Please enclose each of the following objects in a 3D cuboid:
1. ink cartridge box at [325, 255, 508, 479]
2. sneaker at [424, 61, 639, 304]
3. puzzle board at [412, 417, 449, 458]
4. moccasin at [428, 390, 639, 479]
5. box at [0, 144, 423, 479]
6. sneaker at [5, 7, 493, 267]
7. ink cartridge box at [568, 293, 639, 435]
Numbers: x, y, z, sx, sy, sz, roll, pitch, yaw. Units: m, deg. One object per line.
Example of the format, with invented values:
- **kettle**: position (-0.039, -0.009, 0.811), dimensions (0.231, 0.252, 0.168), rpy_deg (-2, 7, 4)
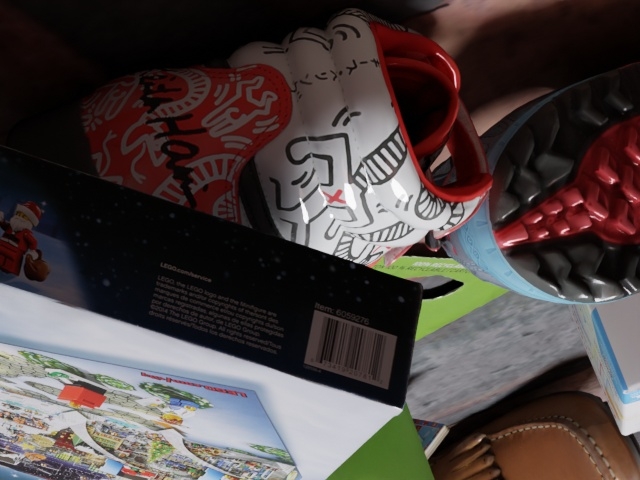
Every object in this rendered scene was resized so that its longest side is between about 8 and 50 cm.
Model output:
- **ink cartridge box**: position (-0.004, 0.103, 0.916), dimensions (0.255, 0.097, 0.188), rpy_deg (-32, 157, 35)
- **sneaker**: position (0.157, -0.046, 0.710), dimensions (0.262, 0.104, 0.125), rpy_deg (-14, -176, -24)
- **puzzle board**: position (0.020, 0.162, 1.079), dimensions (0.128, 0.011, 0.096), rpy_deg (-50, -162, -16)
- **moccasin**: position (0.097, 0.215, 1.280), dimensions (0.147, 0.139, 0.380), rpy_deg (-20, 175, -39)
- **box**: position (-0.106, 0.028, 0.526), dimensions (0.233, 0.044, 0.159), rpy_deg (19, 150, -13)
- **sneaker**: position (0.000, 0.001, 0.648), dimensions (0.145, 0.090, 0.270), rpy_deg (-19, 159, 9)
- **ink cartridge box**: position (0.196, 0.047, 0.963), dimensions (0.090, 0.092, 0.143), rpy_deg (-20, 160, 2)
